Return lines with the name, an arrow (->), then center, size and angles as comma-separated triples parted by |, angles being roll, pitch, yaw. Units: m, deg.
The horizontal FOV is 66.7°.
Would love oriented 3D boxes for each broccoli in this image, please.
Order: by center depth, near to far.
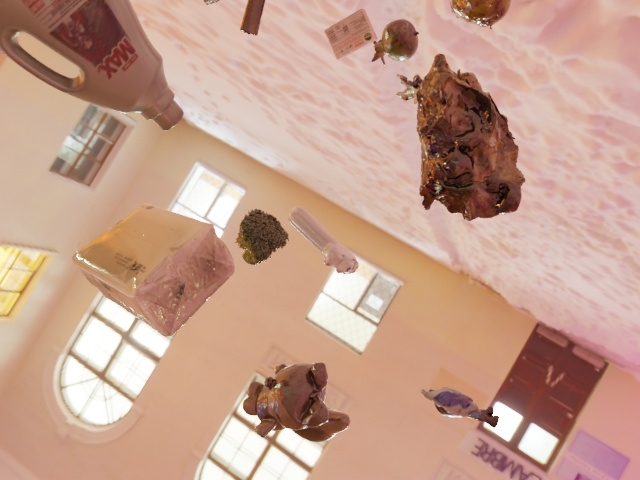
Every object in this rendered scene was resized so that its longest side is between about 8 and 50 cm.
broccoli -> -0.216, 0.011, 1.705 | 0.194, 0.194, 0.220 | 32, -146, -24

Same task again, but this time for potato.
potato -> 0.361, -0.551, 1.092 | 0.137, 0.137, 0.176 | 31, -158, -20

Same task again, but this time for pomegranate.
pomegranate -> 0.270, -0.706, 1.733 | 0.148, 0.149, 0.169 | 32, 167, -30

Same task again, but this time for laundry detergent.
laundry detergent -> -0.450, -0.379, 0.981 | 0.398, 0.263, 0.125 | 49, -176, -36

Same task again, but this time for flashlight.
flashlight -> 0.000, 0.000, 1.031 | 0.200, 0.048, 0.093 | 45, -165, 27

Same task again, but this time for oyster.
oyster -> 0.312, -0.221, 1.026 | 0.221, 0.362, 0.096 | -3, -176, 15

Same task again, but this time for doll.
doll -> 0.334, 0.402, 1.187 | 0.195, 0.070, 0.096 | 20, -174, -1
doll -> -0.045, 0.560, 1.703 | 0.378, 0.253, 0.382 | 20, 148, -35

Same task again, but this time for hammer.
hammer -> -0.092, -0.515, 0.875 | 0.125, 0.298, 0.027 | 12, -175, -37

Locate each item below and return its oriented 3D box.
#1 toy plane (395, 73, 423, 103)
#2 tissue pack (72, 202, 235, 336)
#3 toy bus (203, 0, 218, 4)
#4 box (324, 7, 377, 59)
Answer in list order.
toy plane -> 0.302, -0.479, 1.553 | 0.192, 0.088, 0.262 | 26, -164, -22
tissue pack -> -0.477, 0.066, 1.405 | 0.380, 0.297, 0.207 | 15, 141, 39
toy bus -> -0.155, -0.328, 0.566 | 0.192, 0.077, 0.065 | -30, -83, -51
box -> 0.085, -0.573, 1.353 | 0.089, 0.125, 0.043 | 65, -158, -13
